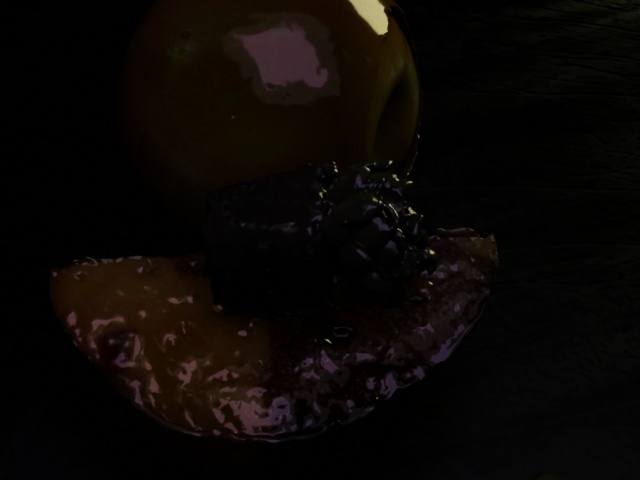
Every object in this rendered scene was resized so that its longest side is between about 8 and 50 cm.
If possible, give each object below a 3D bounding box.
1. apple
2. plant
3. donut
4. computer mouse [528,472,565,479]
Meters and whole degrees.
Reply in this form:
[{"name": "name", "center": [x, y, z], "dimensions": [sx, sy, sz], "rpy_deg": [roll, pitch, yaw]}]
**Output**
[{"name": "apple", "center": [-0.025, -0.093, 1.039], "dimensions": [0.207, 0.237, 0.237], "rpy_deg": [27, 56, 19]}, {"name": "plant", "center": [0.000, 0.000, 0.909], "dimensions": [0.143, 0.094, 0.092], "rpy_deg": [-6, 37, 8]}, {"name": "donut", "center": [-0.020, 0.088, 0.961], "dimensions": [0.295, 0.112, 0.151], "rpy_deg": [-6, 54, -4]}, {"name": "computer mouse", "center": [0.093, 0.208, 0.872], "dimensions": [0.192, 0.106, 0.062], "rpy_deg": [-32, 71, -31]}]
